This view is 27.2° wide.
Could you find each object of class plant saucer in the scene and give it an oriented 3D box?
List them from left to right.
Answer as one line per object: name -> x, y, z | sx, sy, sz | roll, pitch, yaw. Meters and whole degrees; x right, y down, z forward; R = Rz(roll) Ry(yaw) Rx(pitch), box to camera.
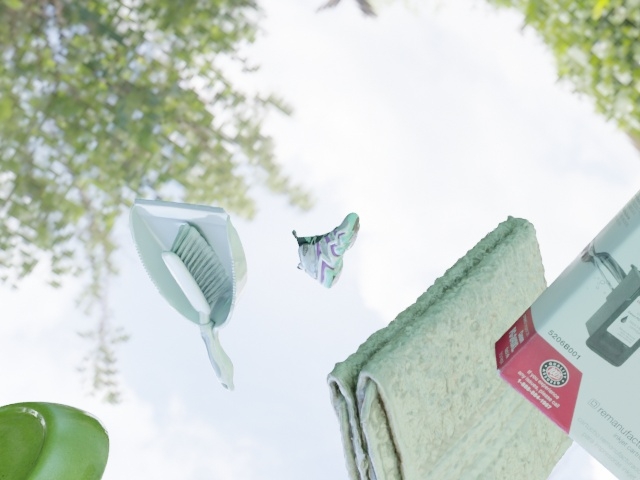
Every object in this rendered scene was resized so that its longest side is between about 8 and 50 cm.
plant saucer -> -0.268, 0.196, 0.982 | 0.037, 0.241, 0.241 | 60, -160, -24

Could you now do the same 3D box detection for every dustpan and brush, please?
dustpan and brush -> -0.118, 0.062, 1.350 | 0.060, 0.147, 0.211 | -49, -52, -33

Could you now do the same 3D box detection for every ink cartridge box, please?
ink cartridge box -> 0.190, 0.049, 0.762 | 0.109, 0.150, 0.063 | 41, -167, -1

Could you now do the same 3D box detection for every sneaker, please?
sneaker -> 0.000, 0.000, 1.481 | 0.069, 0.098, 0.038 | 30, -155, 13

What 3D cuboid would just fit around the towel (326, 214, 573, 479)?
towel -> 0.105, 0.114, 0.925 | 0.282, 0.049, 0.187 | -37, -60, -50
